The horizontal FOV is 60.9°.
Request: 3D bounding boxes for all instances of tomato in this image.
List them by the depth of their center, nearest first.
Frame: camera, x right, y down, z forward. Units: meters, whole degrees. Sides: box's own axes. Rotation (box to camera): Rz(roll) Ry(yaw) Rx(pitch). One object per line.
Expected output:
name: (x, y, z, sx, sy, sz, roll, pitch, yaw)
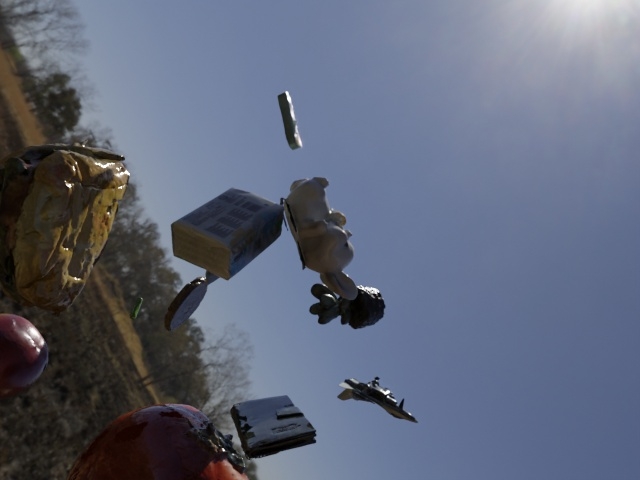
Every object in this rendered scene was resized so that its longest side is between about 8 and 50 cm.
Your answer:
tomato: (-0.274, 0.445, 0.920, 0.321, 0.321, 0.322, 50, -24, 31)

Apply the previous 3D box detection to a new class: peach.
peach: (-0.695, 0.257, 1.164, 0.197, 0.197, 0.197, 50, -24, 31)

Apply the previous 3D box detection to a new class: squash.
squash: (-0.644, 0.237, 1.899, 0.027, 0.027, 0.089, 85, 11, -46)

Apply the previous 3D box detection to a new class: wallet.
wallet: (-0.125, 0.447, 1.337, 0.317, 0.168, 0.044, 177, -95, -75)

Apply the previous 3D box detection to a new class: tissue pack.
tissue pack: (-0.210, -0.003, 1.258, 0.159, 0.229, 0.145, 21, -57, 17)

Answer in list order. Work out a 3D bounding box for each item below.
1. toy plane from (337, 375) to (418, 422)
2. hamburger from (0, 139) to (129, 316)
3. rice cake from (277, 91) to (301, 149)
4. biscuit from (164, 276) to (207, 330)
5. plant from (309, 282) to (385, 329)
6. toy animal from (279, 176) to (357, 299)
toy plane: (0.150, 0.407, 1.427, 0.234, 0.160, 0.082, 9, -88, 30)
hamburger: (-0.474, -0.058, 0.939, 0.162, 0.330, 0.209, 15, -20, 13)
rice cake: (-0.082, -0.328, 1.478, 0.030, 0.042, 0.180, 35, 38, -59)
biscuit: (-0.478, 0.222, 1.934, 0.042, 0.226, 0.226, 33, -27, 8)
plant: (0.088, 0.224, 1.844, 0.149, 0.274, 0.146, -54, -136, 31)
toy animal: (0.000, -0.004, 1.417, 0.208, 0.154, 0.325, -159, -126, -78)
